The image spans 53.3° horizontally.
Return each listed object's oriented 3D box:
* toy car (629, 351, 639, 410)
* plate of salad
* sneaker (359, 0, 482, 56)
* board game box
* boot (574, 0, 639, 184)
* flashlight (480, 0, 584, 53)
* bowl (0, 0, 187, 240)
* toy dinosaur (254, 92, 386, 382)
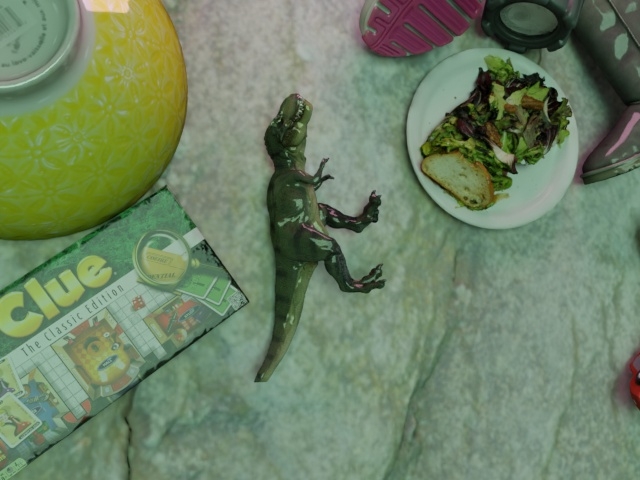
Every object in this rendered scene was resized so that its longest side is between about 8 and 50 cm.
[{"bbox_3d":[0.454,0.100,0.737,0.225,0.053,0.238,13,82,-15],"label":"toy car"},{"bbox_3d":[0.189,-0.112,0.676,0.200,0.048,0.199,1,84,-11],"label":"plate of salad"},{"bbox_3d":[0.128,-0.300,0.662,0.252,0.111,0.103,-48,128,4],"label":"sneaker"},{"bbox_3d":[-0.206,0.077,0.561,0.260,0.030,0.136,-37,93,-16],"label":"board game box"},{"bbox_3d":[0.330,-0.189,0.718,0.190,0.076,0.208,-30,92,-8],"label":"boot"},{"bbox_3d":[0.265,-0.359,0.708,0.103,0.103,0.304,25,73,-17],"label":"flashlight"},{"bbox_3d":[-0.246,-0.149,0.504,0.290,0.156,0.289,1,85,-16],"label":"bowl"},{"bbox_3d":[0.000,0.000,0.614,0.118,0.064,0.268,3,86,-9],"label":"toy dinosaur"}]
